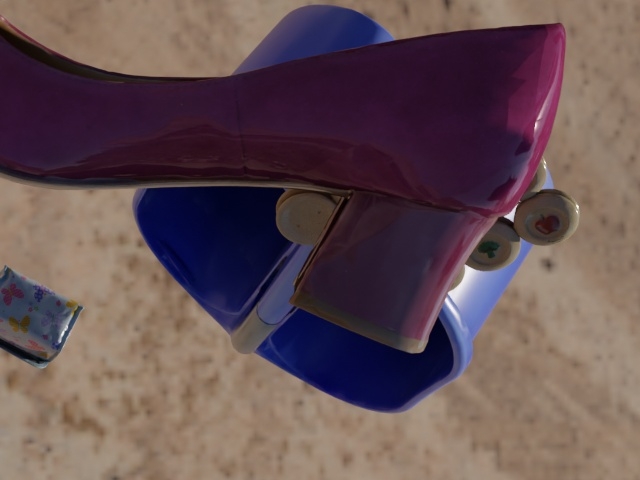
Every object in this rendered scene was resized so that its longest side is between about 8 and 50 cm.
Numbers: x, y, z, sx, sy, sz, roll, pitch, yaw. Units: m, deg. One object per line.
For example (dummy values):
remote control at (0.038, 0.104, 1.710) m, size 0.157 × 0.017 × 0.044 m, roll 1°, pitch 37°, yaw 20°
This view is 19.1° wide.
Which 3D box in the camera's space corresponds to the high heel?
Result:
high heel at (-0.072, -0.098, 0.940) m, size 0.181 × 0.377 × 0.127 m, roll -64°, pitch -168°, yaw 9°

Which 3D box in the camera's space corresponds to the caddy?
caddy at (0.000, 0.000, 1.263) m, size 0.241 × 0.341 × 0.179 m, roll 37°, pitch 70°, yaw -1°

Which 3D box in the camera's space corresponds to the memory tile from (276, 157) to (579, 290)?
memory tile at (0.059, -0.014, 1.061) m, size 0.113 × 0.148 × 0.012 m, roll 50°, pitch 25°, yaw -33°

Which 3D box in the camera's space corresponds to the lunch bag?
lunch bag at (-0.226, 0.061, 1.452) m, size 0.071 × 0.083 × 0.053 m, roll 30°, pitch 71°, yaw -12°
